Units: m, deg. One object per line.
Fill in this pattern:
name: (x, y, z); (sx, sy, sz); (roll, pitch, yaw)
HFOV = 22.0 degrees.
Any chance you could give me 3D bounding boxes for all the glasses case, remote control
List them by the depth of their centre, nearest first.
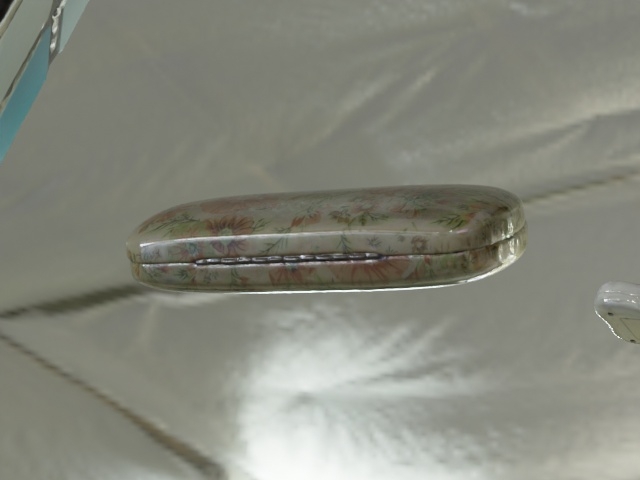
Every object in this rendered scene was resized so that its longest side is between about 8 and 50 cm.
remote control: (0.278, 0.058, 1.286); (0.122, 0.032, 0.074); (3, -27, 35)
glasses case: (0.000, 0.000, 1.645); (0.425, 0.098, 0.156); (-2, 14, 29)

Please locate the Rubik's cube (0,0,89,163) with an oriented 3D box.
Rubik's cube: (-0.204, -0.148, 0.776); (0.183, 0.167, 0.180); (27, -21, -4)
